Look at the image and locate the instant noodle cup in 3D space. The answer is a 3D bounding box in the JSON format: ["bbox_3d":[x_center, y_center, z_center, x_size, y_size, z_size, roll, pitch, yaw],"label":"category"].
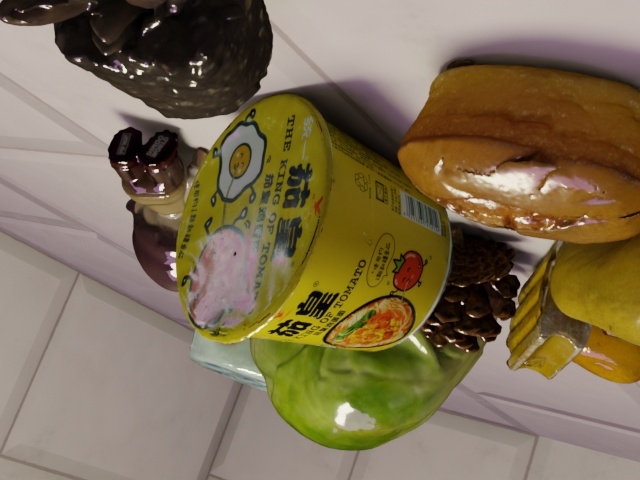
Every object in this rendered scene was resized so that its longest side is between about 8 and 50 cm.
[{"bbox_3d":[0.000,0.000,1.245,0.254,0.325,0.326,19,169,-36],"label":"instant noodle cup"}]

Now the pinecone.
[{"bbox_3d":[0.220,0.081,1.474,0.186,0.168,0.212,27,159,38],"label":"pinecone"}]

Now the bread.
[{"bbox_3d":[0.210,-0.080,0.953,0.270,0.142,0.195,9,162,30],"label":"bread"}]

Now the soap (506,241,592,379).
[{"bbox_3d":[0.336,0.112,1.398,0.080,0.160,0.257,16,160,6],"label":"soap"}]

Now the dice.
[{"bbox_3d":[-0.122,0.184,2.105,0.263,0.268,0.264,18,164,2],"label":"dice"}]

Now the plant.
[{"bbox_3d":[-0.154,-0.238,0.833,0.182,0.194,0.320,3,166,14],"label":"plant"}]

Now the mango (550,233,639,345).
[{"bbox_3d":[0.370,0.021,1.010,0.142,0.195,0.332,45,176,-11],"label":"mango"}]

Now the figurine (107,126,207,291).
[{"bbox_3d":[-0.247,-0.070,1.632,0.218,0.206,0.365,-4,135,8],"label":"figurine"}]

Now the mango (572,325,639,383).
[{"bbox_3d":[0.451,0.157,1.560,0.227,0.109,0.147,30,177,-13],"label":"mango"}]

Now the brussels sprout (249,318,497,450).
[{"bbox_3d":[0.073,0.206,1.730,0.425,0.361,0.342,9,157,41],"label":"brussels sprout"}]

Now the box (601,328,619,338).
[{"bbox_3d":[0.477,0.092,1.272,0.175,0.112,0.048,12,162,27],"label":"box"}]
